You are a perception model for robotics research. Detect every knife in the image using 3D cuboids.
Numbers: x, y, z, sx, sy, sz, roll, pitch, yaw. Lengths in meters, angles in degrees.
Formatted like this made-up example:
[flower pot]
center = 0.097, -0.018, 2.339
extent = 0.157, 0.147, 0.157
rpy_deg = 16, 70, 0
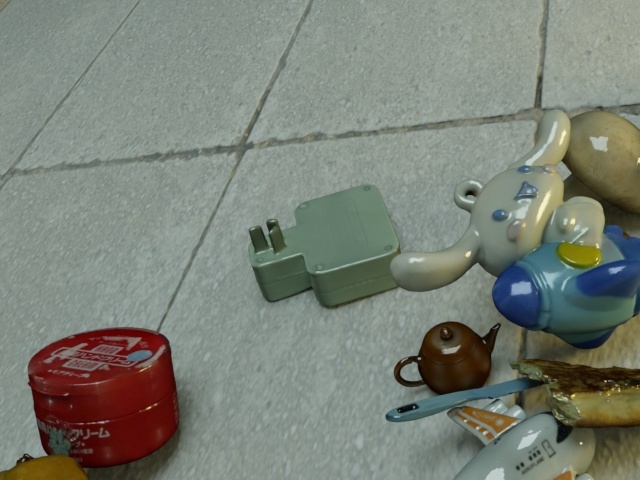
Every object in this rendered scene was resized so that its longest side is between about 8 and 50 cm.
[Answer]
[knife]
center = 0.232, 0.211, 1.222
extent = 0.312, 0.019, 0.044
rpy_deg = -10, 12, -23

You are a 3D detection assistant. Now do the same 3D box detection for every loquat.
[loquat]
center = -0.394, 0.403, 1.234
extent = 0.187, 0.176, 0.234
rpy_deg = -26, 51, 3

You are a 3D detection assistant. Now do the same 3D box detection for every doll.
[doll]
center = 0.346, 0.012, 1.269
extent = 0.365, 0.187, 0.376
rpy_deg = 38, 88, 22

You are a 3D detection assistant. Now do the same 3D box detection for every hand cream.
[hand cream]
center = -0.335, 0.241, 1.379
extent = 0.230, 0.150, 0.230
rpy_deg = -4, 19, 2

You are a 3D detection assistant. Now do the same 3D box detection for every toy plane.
[toy plane]
center = 0.244, 0.293, 1.124
extent = 0.244, 0.117, 0.245
rpy_deg = -14, 37, 11

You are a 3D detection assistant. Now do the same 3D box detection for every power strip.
[power strip]
center = 0.000, 0.000, 1.577
extent = 0.260, 0.141, 0.229
rpy_deg = -16, 37, 2

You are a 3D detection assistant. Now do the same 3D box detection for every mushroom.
[mushroom]
center = 0.464, -0.109, 1.472
extent = 0.204, 0.204, 0.204
rpy_deg = -13, 39, 10

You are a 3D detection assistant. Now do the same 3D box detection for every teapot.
[teapot]
center = 0.189, 0.169, 1.303
extent = 0.173, 0.116, 0.116
rpy_deg = -21, 38, 2

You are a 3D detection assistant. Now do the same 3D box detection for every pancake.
[pancake]
center = 0.370, 0.197, 1.178
extent = 0.266, 0.057, 0.244
rpy_deg = 0, 4, -38

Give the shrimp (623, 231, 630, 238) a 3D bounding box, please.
[shrimp]
center = 0.429, 0.035, 1.415
extent = 0.124, 0.034, 0.178
rpy_deg = 3, 42, 32
